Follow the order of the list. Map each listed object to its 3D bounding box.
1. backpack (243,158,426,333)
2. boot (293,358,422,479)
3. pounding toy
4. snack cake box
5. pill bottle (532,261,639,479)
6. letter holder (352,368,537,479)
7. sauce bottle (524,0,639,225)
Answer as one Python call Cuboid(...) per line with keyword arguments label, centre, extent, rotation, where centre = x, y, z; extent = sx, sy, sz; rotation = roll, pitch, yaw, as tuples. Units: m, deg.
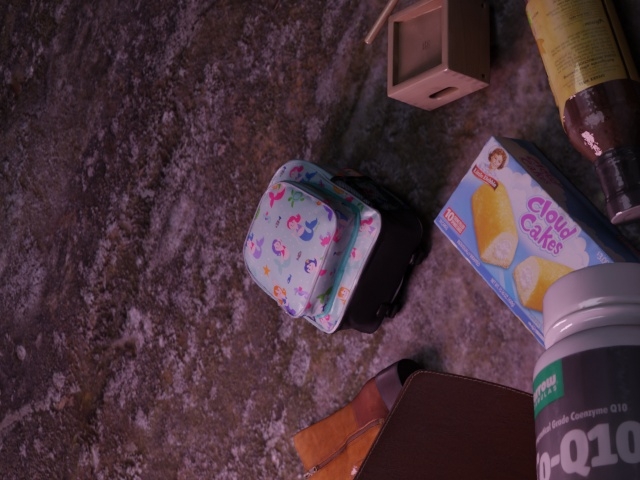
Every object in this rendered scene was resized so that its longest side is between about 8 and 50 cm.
Cuboid(label="backpack", centre=(0.000, 0.000, 1.969), extent=(0.253, 0.191, 0.225), rotation=(43, 118, 46))
Cuboid(label="boot", centre=(0.067, 0.344, 1.918), extent=(0.280, 0.096, 0.264), rotation=(-42, 58, 37))
Cuboid(label="pounding toy", centre=(0.154, -0.298, 1.899), extent=(0.181, 0.094, 0.206), rotation=(-20, 62, 50))
Cuboid(label="snack cake box", centre=(0.285, 0.002, 1.723), extent=(0.264, 0.089, 0.152), rotation=(52, 123, 36))
Cuboid(label="pill bottle", centre=(0.341, 0.221, 1.474), extent=(0.204, 0.204, 0.361), rotation=(-31, 45, 41))
Cuboid(label="letter holder", centre=(0.223, 0.310, 1.666), extent=(0.302, 0.152, 0.214), rotation=(15, 56, 25))
Cuboid(label="sauce bottle", centre=(0.345, -0.188, 1.660), extent=(0.111, 0.111, 0.344), rotation=(-31, 63, 41))
